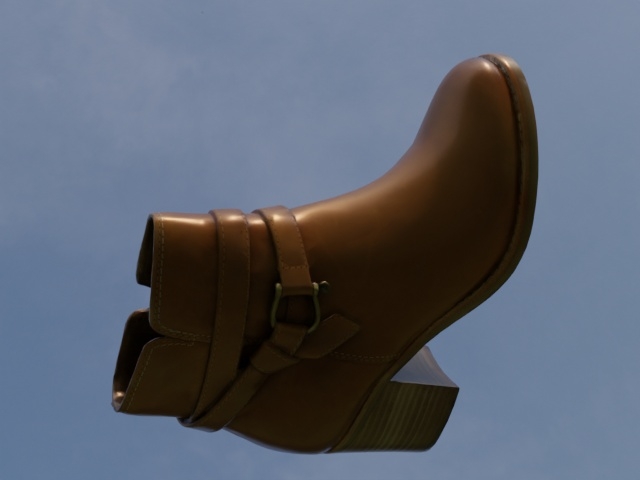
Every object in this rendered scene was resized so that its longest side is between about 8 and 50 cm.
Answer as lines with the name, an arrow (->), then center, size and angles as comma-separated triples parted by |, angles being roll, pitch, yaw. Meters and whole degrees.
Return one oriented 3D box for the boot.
boot -> 0.000, 0.000, 0.534 | 0.220, 0.109, 0.283 | 12, -73, -22
